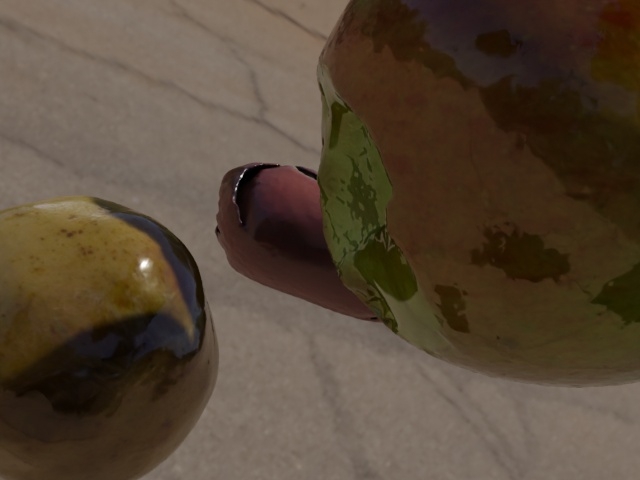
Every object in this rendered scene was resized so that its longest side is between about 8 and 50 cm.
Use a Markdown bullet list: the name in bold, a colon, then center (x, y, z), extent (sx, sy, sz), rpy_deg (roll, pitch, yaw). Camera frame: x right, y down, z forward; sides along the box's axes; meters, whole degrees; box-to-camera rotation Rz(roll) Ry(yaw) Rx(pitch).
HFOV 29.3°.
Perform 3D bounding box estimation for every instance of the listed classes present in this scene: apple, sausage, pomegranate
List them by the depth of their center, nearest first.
- **apple**: center (0.169, -0.064, 0.790), extent (0.340, 0.339, 0.339), rpy_deg (31, 20, -13)
- **pomegranate**: center (-0.232, 0.093, 1.124), extent (0.307, 0.307, 0.307), rpy_deg (31, 20, -13)
- **sausage**: center (0.000, 0.000, 1.481), extent (0.280, 0.152, 0.152), rpy_deg (22, 18, 8)
